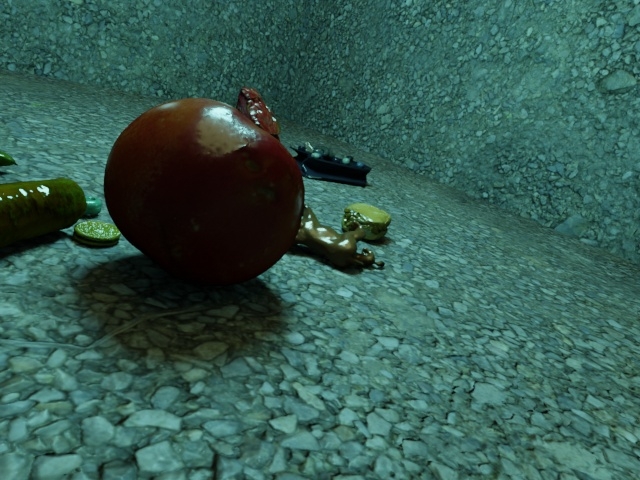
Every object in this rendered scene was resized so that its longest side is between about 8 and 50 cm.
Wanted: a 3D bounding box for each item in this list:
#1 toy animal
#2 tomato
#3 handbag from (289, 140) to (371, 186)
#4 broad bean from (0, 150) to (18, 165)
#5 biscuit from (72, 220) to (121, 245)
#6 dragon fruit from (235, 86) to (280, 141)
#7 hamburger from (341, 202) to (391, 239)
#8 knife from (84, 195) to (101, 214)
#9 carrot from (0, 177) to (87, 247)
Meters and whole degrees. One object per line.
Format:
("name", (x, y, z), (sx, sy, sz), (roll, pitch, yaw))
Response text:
("toy animal", (0.000, 0.000, 1.148), (0.313, 0.097, 0.157), (23, 32, 14))
("tomato", (-0.200, -0.079, 0.833), (0.293, 0.325, 0.289), (31, 69, 29))
("handbag", (0.032, -0.339, 2.075), (0.326, 0.118, 0.269), (7, 20, -30))
("broad bean", (-0.854, -0.206, 1.048), (0.326, 0.075, 0.067), (10, 49, -26))
("biscuit", (-0.429, -0.013, 0.918), (0.084, 0.023, 0.084), (16, 18, -5))
("dragon fruit", (-0.268, -0.408, 1.807), (0.241, 0.329, 0.302), (-13, 30, -14))
("hamburger", (0.131, -0.056, 1.399), (0.138, 0.083, 0.147), (28, 23, 21))
("knife", (-0.586, -0.075, 0.963), (0.261, 0.034, 0.063), (0, 20, -31))
("carrot", (-0.534, -0.042, 0.781), (0.114, 0.113, 0.302), (20, 17, 12))
